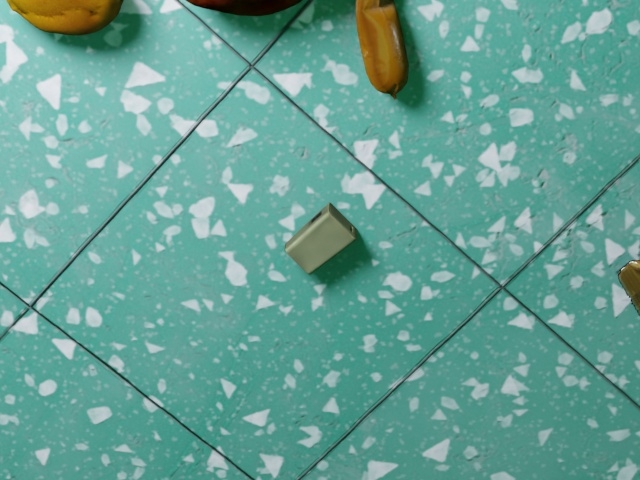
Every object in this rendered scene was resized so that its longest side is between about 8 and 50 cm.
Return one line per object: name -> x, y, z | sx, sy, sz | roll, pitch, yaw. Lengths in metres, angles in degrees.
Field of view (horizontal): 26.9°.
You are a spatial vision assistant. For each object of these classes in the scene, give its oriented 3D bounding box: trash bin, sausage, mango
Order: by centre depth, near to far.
mango -> -0.337, -0.328, 1.792 | 0.159, 0.084, 0.105 | 3, 130, 20
sausage -> 0.081, -0.281, 1.825 | 0.062, 0.054, 0.183 | -24, 111, -26
trash bin -> 0.000, 0.000, 1.942 | 0.092, 0.043, 0.061 | -41, 106, 16

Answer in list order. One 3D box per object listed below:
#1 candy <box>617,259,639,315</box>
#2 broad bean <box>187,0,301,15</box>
candy -> 0.565, 0.029, 1.930 | 0.271, 0.101, 0.143 | -32, 114, 18
broad bean -> -0.081, -0.369, 1.753 | 0.229, 0.122, 0.156 | -4, 116, 5
